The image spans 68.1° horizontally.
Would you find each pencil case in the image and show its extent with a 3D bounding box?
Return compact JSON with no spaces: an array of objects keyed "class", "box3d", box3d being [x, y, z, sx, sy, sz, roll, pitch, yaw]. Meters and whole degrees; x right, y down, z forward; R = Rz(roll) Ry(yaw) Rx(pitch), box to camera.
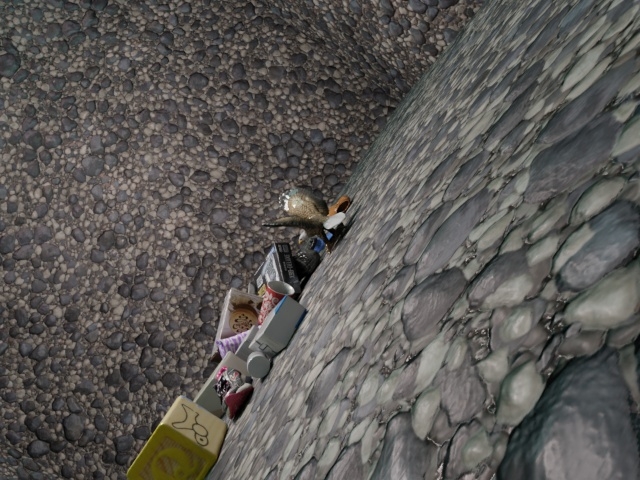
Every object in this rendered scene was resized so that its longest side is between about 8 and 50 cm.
[{"class":"pencil case","box3d":[-0.311,0.405,1.891,0.088,0.205,0.087,42,135,46]}]

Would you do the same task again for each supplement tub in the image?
[{"class":"supplement tub","box3d":[-0.194,0.385,1.474,0.071,0.071,0.107,-56,4,-9]}]

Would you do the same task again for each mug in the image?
[{"class":"mug","box3d":[-0.180,0.265,1.865,0.150,0.113,0.170,-105,33,-68]}]

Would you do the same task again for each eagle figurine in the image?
[{"class":"eagle figurine","box3d":[-0.057,-0.075,1.891,0.225,0.298,0.226,-55,4,2]}]

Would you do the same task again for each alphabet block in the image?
[{"class":"alphabet block","box3d":[-0.409,0.611,1.386,0.194,0.192,0.197,-57,3,3]}]

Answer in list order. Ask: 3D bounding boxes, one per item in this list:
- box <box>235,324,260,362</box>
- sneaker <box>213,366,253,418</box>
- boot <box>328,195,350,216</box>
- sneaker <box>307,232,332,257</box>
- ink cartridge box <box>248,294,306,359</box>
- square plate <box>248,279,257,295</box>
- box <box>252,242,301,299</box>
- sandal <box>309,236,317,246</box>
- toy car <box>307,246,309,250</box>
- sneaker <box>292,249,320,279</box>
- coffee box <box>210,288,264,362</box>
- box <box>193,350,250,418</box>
[{"class":"box","box3d":[-0.237,0.387,1.727,0.087,0.101,0.101,-56,3,24]},{"class":"sneaker","box3d":[-0.298,0.492,1.551,0.121,0.112,0.299,-57,5,-11]},{"class":"boot","box3d":[0.083,-0.146,2.431,0.197,0.072,0.152,-58,8,11]},{"class":"sneaker","box3d":[0.000,0.000,2.131,0.152,0.084,0.058,-57,4,-15]},{"class":"ink cartridge box","box3d":[-0.141,0.285,1.530,0.148,0.085,0.203,-59,5,-32]},{"class":"square plate","box3d":[-0.330,0.373,2.354,0.344,0.049,0.348,165,108,-87]},{"class":"box","box3d":[-0.198,0.187,2.099,0.307,0.076,0.243,-50,48,50]},{"class":"sandal","box3d":[-0.018,0.028,2.511,0.067,0.040,0.179,-61,19,2]},{"class":"toy car","box3d":[-0.085,0.119,2.406,0.225,0.053,0.239,-56,5,-6]},{"class":"sneaker","box3d":[-0.073,0.103,2.104,0.130,0.109,0.286,-37,-1,-39]},{"class":"coffee box","box3d":[-0.346,0.377,2.021,0.119,0.168,0.298,130,153,-51]},{"class":"box","box3d":[-0.390,0.581,1.829,0.311,0.121,0.148,-52,5,38]}]
